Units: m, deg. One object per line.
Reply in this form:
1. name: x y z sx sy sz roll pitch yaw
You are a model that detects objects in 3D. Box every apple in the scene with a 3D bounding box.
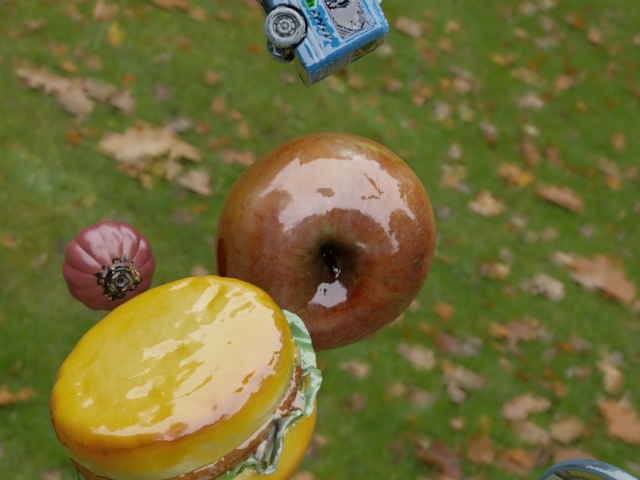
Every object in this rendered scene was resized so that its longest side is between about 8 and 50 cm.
1. apple: 0.000 0.000 1.937 0.253 0.254 0.253 20 26 -10

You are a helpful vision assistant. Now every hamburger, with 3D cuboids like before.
1. hamburger: -0.107 0.157 1.553 0.246 0.170 0.246 -15 36 11

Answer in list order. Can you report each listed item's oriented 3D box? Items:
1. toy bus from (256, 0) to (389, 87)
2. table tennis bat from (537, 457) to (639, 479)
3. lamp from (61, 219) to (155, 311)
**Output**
1. toy bus: -0.029 -0.298 1.910 0.246 0.134 0.113 63 -3 4
2. table tennis bat: 0.156 0.177 0.896 0.100 0.155 0.019 -2 27 46
3. lamp: -0.241 0.029 2.011 0.107 0.107 0.092 10 15 -28
